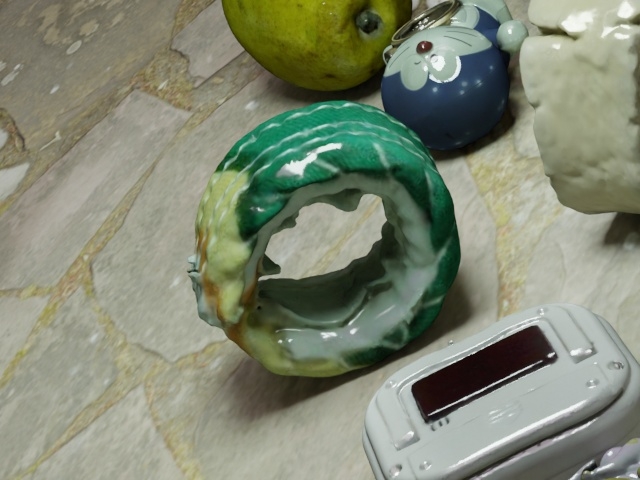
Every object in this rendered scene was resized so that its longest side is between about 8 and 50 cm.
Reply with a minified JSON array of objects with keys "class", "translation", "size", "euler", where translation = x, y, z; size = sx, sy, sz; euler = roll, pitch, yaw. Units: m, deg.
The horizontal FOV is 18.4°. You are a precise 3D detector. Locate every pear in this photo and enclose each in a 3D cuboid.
[{"class":"pear","translation":[-0.002,-0.329,2.659],"size":[0.253,0.253,0.307],"euler":[-34,29,-14]}]

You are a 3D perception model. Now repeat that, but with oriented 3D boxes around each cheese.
[{"class":"cheese","translation":[0.343,-0.186,2.035],"size":[0.153,0.292,0.332],"euler":[1,43,43]}]

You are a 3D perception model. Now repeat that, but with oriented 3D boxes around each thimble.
[{"class":"thimble","translation":[0.000,0.000,2.054],"size":[0.288,0.254,0.167],"euler":[-27,25,2]}]

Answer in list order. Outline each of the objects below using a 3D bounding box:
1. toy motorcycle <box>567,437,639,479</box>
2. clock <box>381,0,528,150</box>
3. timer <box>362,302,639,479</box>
[{"class":"toy motorcycle","translation":[0.271,0.212,1.627],"size":[0.225,0.073,0.152],"euler":[-20,24,15]},{"class":"clock","translation":[0.163,-0.209,2.410],"size":[0.199,0.146,0.243],"euler":[-20,22,25]},{"class":"timer","translation":[0.164,0.159,1.804],"size":[0.262,0.087,0.237],"euler":[-26,26,1]}]
